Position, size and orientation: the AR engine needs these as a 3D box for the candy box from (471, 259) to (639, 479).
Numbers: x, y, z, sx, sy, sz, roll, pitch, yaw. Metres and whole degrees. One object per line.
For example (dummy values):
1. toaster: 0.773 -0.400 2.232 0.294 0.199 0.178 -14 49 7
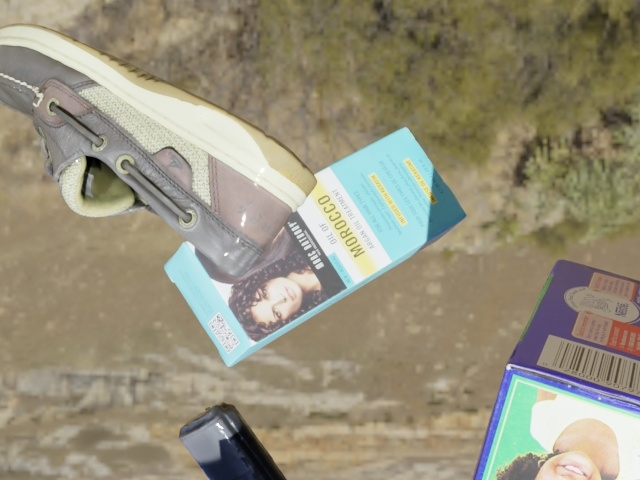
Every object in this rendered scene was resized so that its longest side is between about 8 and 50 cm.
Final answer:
1. candy box: 0.167 0.203 0.832 0.122 0.317 0.268 16 -163 14

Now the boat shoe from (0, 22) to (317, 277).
1. boat shoe: -0.105 -0.047 0.581 0.223 0.073 0.080 24 167 32

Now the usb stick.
1. usb stick: -0.047 0.290 1.204 0.077 0.278 0.045 -32 -174 30

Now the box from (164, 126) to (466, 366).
1. box: 0.000 0.000 0.970 0.244 0.100 0.060 -30 173 -31
